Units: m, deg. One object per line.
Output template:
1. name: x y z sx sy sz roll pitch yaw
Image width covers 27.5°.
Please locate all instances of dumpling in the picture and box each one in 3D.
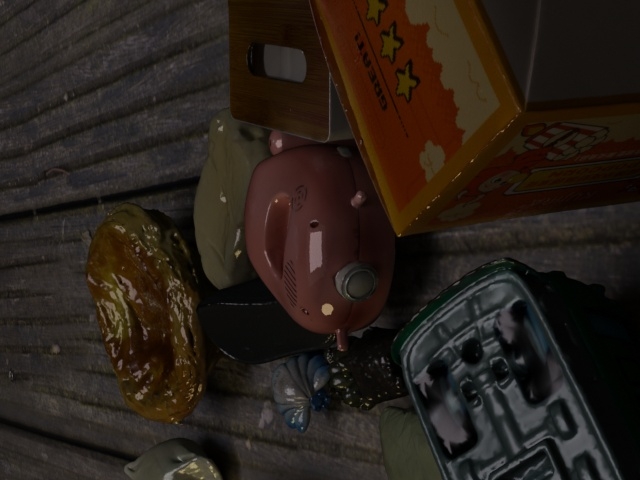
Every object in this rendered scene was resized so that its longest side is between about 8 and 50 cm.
1. dumpling: -0.217 0.392 2.092 0.151 0.124 0.229 49 147 -18

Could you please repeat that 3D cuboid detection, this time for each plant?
1. plant: 0.067 0.147 1.533 0.094 0.092 0.143 53 147 -10

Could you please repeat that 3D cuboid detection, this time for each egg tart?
1. egg tart: -0.239 0.107 2.021 0.352 0.150 0.351 25 120 51

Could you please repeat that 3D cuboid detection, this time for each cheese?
1. cheese: -0.105 -0.047 1.802 0.159 0.093 0.263 60 146 40

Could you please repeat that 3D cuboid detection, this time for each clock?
1. clock: 0.000 0.000 1.527 0.241 0.142 0.227 -123 36 -59

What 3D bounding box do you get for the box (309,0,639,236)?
1. box: 0.176 -0.170 1.067 0.214 0.284 0.259 -47 56 56

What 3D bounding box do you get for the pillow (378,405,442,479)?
1. pillow: 0.156 0.322 1.433 0.281 0.076 0.274 -6 93 62

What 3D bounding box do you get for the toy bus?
1. toy bus: 0.227 0.195 1.143 0.183 0.199 0.343 -40 59 34

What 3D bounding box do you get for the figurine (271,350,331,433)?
1. figurine: -0.026 0.193 1.739 0.114 0.079 0.114 -39 45 54

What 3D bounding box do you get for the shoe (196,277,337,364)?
1. shoe: -0.054 0.097 1.758 0.241 0.093 0.108 -9 117 42

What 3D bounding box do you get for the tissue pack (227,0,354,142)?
1. tissue pack: 0.006 -0.209 1.517 0.246 0.136 0.159 19 113 58
